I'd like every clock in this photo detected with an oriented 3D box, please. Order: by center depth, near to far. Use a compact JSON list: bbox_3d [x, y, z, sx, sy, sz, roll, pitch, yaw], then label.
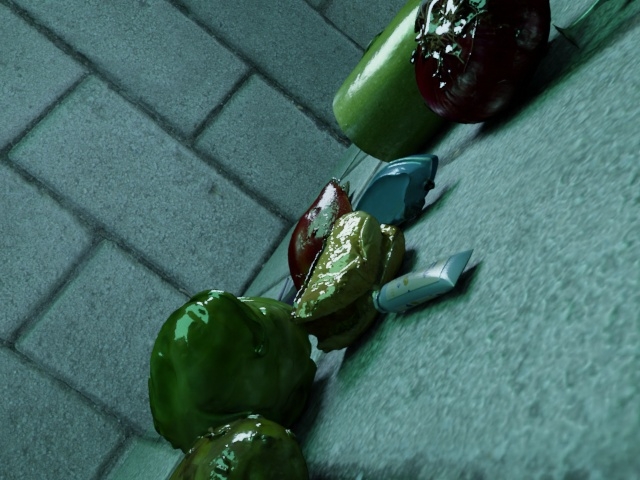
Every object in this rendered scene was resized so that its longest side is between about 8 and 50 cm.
[{"bbox_3d":[-0.033,0.101,1.356,0.144,0.073,0.193,-49,8,21],"label":"clock"}]

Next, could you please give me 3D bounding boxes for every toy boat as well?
[{"bbox_3d":[0.149,-0.088,1.080,0.098,0.109,0.238,-28,-11,-31],"label":"toy boat"}]

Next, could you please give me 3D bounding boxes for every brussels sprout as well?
[{"bbox_3d":[-0.130,0.202,0.865,0.259,0.227,0.294,-22,-51,-58],"label":"brussels sprout"}]

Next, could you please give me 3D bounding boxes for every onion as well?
[{"bbox_3d":[0.291,-0.355,1.017,0.314,0.232,0.314,-171,90,-74],"label":"onion"}]

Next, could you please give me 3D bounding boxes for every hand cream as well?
[{"bbox_3d":[0.126,0.058,0.729,0.065,0.043,0.171,-54,9,-34],"label":"hand cream"}]

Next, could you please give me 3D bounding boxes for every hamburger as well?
[{"bbox_3d":[0.065,0.052,0.901,0.131,0.124,0.262,-21,32,40],"label":"hamburger"}]

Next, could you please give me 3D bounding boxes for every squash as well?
[{"bbox_3d":[0.237,-0.400,1.353,0.384,0.263,0.263,-46,10,40],"label":"squash"}]

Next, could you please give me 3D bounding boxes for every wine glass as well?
[{"bbox_3d":[0.435,-0.375,0.831,0.198,0.066,0.066,-47,9,26],"label":"wine glass"}]

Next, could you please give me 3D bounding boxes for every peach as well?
[{"bbox_3d":[-0.003,0.001,1.169,0.189,0.068,0.279,-8,76,50],"label":"peach"}]

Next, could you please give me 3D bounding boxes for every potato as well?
[{"bbox_3d":[-0.119,0.307,0.671,0.298,0.141,0.176,-46,4,39],"label":"potato"}]

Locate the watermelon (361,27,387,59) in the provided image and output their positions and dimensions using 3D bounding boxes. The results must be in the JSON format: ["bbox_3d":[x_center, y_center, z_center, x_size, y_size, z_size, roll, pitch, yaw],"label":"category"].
[{"bbox_3d":[0.259,-0.514,1.734,0.285,0.285,0.285,-51,8,10],"label":"watermelon"}]

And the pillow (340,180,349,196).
[{"bbox_3d":[0.031,-0.091,1.943,0.212,0.052,0.208,-51,10,25],"label":"pillow"}]
